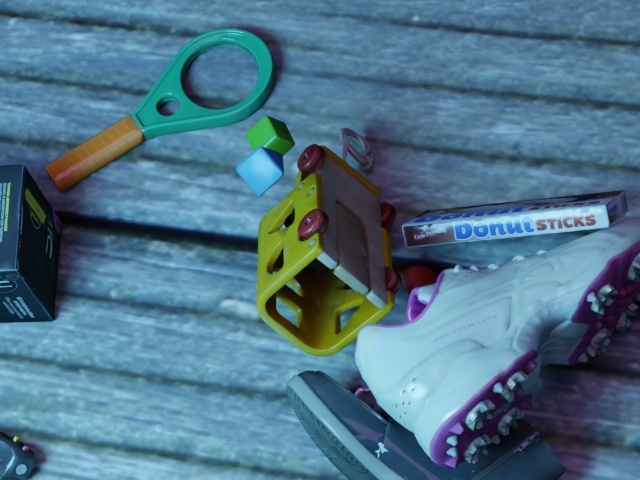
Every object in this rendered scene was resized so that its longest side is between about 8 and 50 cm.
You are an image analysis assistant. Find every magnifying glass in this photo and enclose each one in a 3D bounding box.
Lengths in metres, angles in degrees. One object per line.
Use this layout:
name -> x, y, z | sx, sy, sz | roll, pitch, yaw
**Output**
magnifying glass -> -0.146, -0.115, 1.639 | 0.231, 0.026, 0.092 | -31, 66, -8

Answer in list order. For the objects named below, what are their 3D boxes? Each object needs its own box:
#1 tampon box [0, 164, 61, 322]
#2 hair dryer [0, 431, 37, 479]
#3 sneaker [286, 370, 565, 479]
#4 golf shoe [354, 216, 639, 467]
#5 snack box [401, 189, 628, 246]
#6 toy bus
tampon box -> -0.319, 0.007, 1.553 | 0.161, 0.120, 0.101 | -2, 66, 7
hair dryer -> -0.407, 0.162, 1.518 | 0.223, 0.080, 0.293 | -43, 67, -11
sneaker -> 0.083, 0.159, 1.457 | 0.222, 0.083, 0.118 | 40, 72, 12
golf shoe -> 0.156, 0.050, 1.440 | 0.140, 0.115, 0.306 | 36, 51, 27
snack box -> 0.162, -0.018, 1.500 | 0.178, 0.064, 0.022 | -6, 101, 25
toy bus -> -0.004, 0.004, 1.515 | 0.104, 0.202, 0.191 | -40, 71, 23
